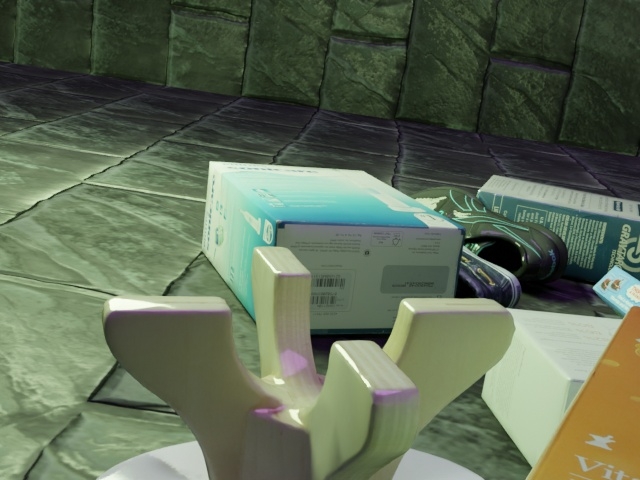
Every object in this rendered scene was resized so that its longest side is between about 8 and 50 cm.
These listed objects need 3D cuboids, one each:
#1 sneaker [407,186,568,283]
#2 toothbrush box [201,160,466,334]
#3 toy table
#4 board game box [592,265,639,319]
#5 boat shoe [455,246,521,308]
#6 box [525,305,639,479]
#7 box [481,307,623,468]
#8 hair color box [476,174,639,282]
[{"bbox_3d":[0.204,-0.009,1.274,0.267,0.101,0.106,18,20,34],"label":"sneaker"},{"bbox_3d":[0.000,0.000,1.073,0.216,0.126,0.295,1,17,-22],"label":"toothbrush box"},{"bbox_3d":[-0.005,0.113,0.576,0.274,0.161,0.252,-1,17,-29],"label":"toy table"},{"bbox_3d":[0.354,0.115,0.844,0.160,0.039,0.211,41,6,-17],"label":"board game box"},{"bbox_3d":[0.151,0.038,1.132,0.083,0.065,0.183,-3,19,-42],"label":"boat shoe"},{"bbox_3d":[0.215,0.173,0.447,0.214,0.168,0.345,14,15,23],"label":"box"},{"bbox_3d":[0.226,0.130,0.772,0.130,0.091,0.170,7,14,-8],"label":"box"},{"bbox_3d":[0.404,-0.006,1.359,0.347,0.105,0.174,12,15,15],"label":"hair color box"}]
